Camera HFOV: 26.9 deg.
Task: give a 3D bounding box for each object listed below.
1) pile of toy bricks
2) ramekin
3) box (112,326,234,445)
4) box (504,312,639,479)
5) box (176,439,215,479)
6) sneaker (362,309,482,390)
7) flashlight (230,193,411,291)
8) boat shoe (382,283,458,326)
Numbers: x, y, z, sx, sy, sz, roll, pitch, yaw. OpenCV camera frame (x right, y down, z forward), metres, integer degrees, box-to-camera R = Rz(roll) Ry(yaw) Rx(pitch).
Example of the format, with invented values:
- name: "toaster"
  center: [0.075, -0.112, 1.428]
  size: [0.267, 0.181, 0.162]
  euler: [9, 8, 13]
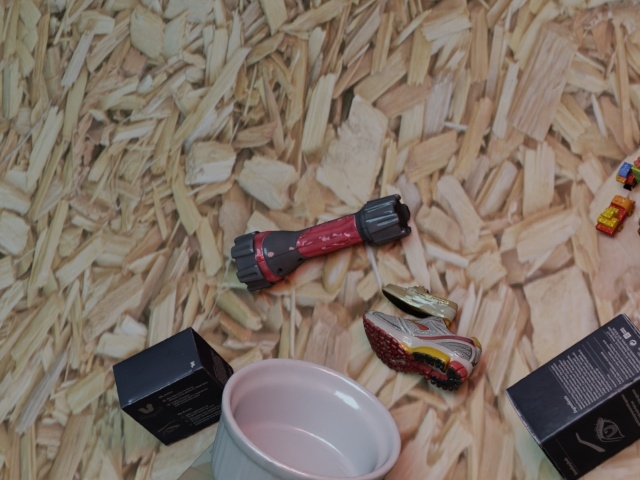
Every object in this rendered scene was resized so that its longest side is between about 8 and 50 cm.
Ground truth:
- name: "pile of toy bricks"
  center: [0.515, -0.105, 2.102]
  size: [0.118, 0.105, 0.212]
  euler: [25, 73, 37]
- name: "ramekin"
  center: [-0.030, 0.314, 2.006]
  size: [0.277, 0.277, 0.135]
  euler: [47, 128, 40]
- name: "box"
  center: [-0.236, 0.245, 2.230]
  size: [0.156, 0.158, 0.093]
  euler: [-27, 50, 9]
- name: "box"
  center: [0.392, 0.228, 1.913]
  size: [0.207, 0.153, 0.108]
  euler: [-33, 49, 4]
- name: "box"
  center: [-0.206, 0.480, 2.079]
  size: [0.311, 0.121, 0.148]
  euler: [-47, 50, -7]
- name: "sneaker"
  center: [0.160, 0.164, 2.137]
  size: [0.225, 0.088, 0.093]
  euler: [23, 52, 37]
- name: "flashlight"
  center: [0.000, 0.000, 2.306]
  size: [0.304, 0.103, 0.103]
  euler: [-17, 52, 18]
- name: "boat shoe"
  center: [0.165, 0.099, 2.191]
  size: [0.135, 0.050, 0.045]
  euler: [25, 70, 27]
